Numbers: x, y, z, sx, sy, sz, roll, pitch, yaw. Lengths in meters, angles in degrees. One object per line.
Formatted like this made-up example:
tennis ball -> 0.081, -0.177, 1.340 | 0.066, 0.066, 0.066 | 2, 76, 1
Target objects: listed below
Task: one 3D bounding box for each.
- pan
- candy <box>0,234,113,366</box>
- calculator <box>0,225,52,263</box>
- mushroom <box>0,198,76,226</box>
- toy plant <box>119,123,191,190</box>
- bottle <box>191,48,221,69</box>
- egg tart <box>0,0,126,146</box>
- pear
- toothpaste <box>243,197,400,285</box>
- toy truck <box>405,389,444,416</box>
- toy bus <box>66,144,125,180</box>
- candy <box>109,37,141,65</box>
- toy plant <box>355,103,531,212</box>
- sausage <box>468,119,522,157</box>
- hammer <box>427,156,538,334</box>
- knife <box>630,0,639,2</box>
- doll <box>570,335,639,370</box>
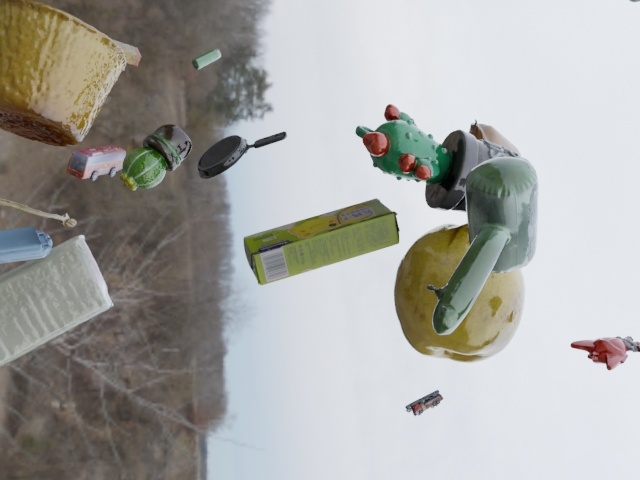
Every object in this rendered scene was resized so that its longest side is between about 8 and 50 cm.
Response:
pan -> -0.181, -0.208, 1.651 | 0.028, 0.235, 0.136 | 57, 26, -33
candy -> -0.707, 0.153, 1.809 | 0.208, 0.358, 0.145 | 63, -15, -4
calculator -> -0.731, 0.013, 1.692 | 0.121, 0.210, 0.039 | 40, -48, 50
mushroom -> -0.527, -0.068, 1.153 | 0.028, 0.286, 0.026 | -41, -138, 43
toy plant -> -0.353, -0.171, 1.548 | 0.162, 0.093, 0.093 | -45, 174, -22
bottle -> -0.310, -0.496, 1.997 | 0.030, 0.083, 0.030 | 35, -34, 29
egg tart -> -0.398, -0.240, 1.042 | 0.215, 0.215, 0.171 | 138, -33, -75
pear -> 0.305, 0.112, 1.606 | 0.314, 0.314, 0.314 | -178, -90, -79
toothpaste -> 0.000, 0.000, 1.562 | 0.110, 0.327, 0.077 | -132, -152, -65
toy truck -> 0.216, 0.339, 1.518 | 0.032, 0.083, 0.024 | 60, -18, 16
toy bus -> -0.600, -0.212, 1.966 | 0.192, 0.065, 0.077 | -35, 145, -69
candy -> -0.585, -0.550, 2.120 | 0.038, 0.122, 0.062 | -58, -140, 24
toy plant -> 0.260, -0.174, 1.626 | 0.185, 0.400, 0.280 | 122, -21, -50
sausage -> 0.494, -0.265, 2.119 | 0.328, 0.112, 0.112 | 26, 57, -52
hammer -> 0.249, 0.025, 1.165 | 0.335, 0.118, 0.206 | -50, 141, -36
knife -> 0.611, -0.472, 1.374 | 0.044, 0.023, 0.162 | 53, 9, -10
doll -> 0.652, 0.241, 1.631 | 0.109, 0.169, 0.057 | 35, -49, 49
